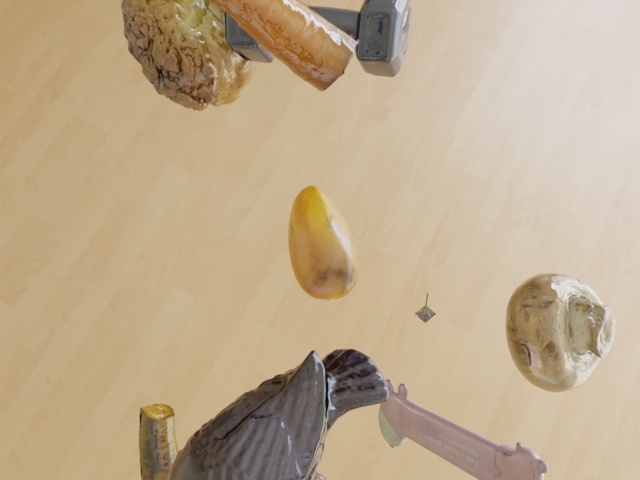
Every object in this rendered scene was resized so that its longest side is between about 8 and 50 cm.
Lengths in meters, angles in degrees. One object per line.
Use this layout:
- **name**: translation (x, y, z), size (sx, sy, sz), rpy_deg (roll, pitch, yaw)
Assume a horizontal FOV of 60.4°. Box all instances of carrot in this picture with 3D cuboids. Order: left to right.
- **carrot**: translation (-0.333, 0.429, 1.135), size (0.082, 0.082, 0.173), rpy_deg (-2, 88, 0)
- **carrot**: translation (-0.055, -0.232, 0.577), size (0.205, 0.072, 0.072), rpy_deg (23, 72, -33)

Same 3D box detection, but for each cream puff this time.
- **cream puff**: translation (-0.286, -0.437, 1.143), size (0.231, 0.343, 0.327), rpy_deg (-28, 57, -16)

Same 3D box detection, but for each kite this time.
- **kite**: translation (0.247, 0.155, 1.255), size (0.044, 0.002, 0.078), rpy_deg (20, 55, 28)

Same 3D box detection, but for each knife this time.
- **knife**: translation (0.224, 0.346, 0.950), size (0.038, 0.398, 0.132), rpy_deg (-1, 93, -29)

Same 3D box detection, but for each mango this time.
- **mango**: translation (0.000, 0.000, 0.962), size (0.112, 0.145, 0.219), rpy_deg (-4, 59, -15)

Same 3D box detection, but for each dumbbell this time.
- **dumbbell**: translation (-0.003, -0.385, 0.977), size (0.325, 0.144, 0.160), rpy_deg (12, 60, 14)

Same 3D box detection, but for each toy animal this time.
- **toy animal**: translation (-0.051, 0.227, 0.494), size (0.185, 0.122, 0.298), rpy_deg (28, 91, -28)

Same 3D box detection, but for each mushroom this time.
- **mushroom**: translation (0.475, 0.183, 1.097), size (0.184, 0.255, 0.255), rpy_deg (5, 69, 46)
